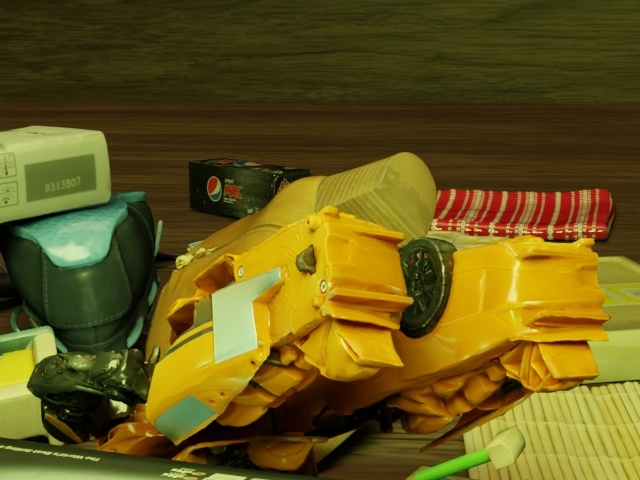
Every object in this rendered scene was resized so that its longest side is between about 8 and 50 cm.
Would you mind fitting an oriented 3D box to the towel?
[{"bbox_3d":[0.176,-0.031,1.757,0.275,0.031,0.199,2,11,13],"label":"towel"}]

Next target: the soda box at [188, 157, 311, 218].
[{"bbox_3d":[-0.081,-0.057,1.834,0.053,0.060,0.169,-8,12,-38],"label":"soda box"}]

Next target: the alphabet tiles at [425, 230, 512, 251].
[{"bbox_3d":[0.037,0.013,1.548,0.284,0.021,0.278,1,10,13],"label":"alphabet tiles"}]

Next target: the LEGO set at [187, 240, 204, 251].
[{"bbox_3d":[0.000,0.000,1.449,0.182,0.060,0.244,-13,20,-19],"label":"LEGO set"}]

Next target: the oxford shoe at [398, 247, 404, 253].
[{"bbox_3d":[0.066,0.048,1.207,0.096,0.083,0.227,1,22,-2],"label":"oxford shoe"}]

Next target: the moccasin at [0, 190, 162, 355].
[{"bbox_3d":[-0.186,0.030,1.216,0.137,0.117,0.342,-10,6,-1],"label":"moccasin"}]

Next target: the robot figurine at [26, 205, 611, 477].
[{"bbox_3d":[-0.012,0.069,0.771,0.211,0.085,0.291,6,-25,-30],"label":"robot figurine"}]

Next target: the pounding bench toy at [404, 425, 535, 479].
[{"bbox_3d":[0.062,0.124,0.754,0.065,0.083,0.052,5,12,24],"label":"pounding bench toy"}]

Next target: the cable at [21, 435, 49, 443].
[{"bbox_3d":[-0.214,0.102,1.035,0.150,0.047,0.184,1,11,-37],"label":"cable"}]

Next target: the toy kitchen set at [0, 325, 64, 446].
[{"bbox_3d":[-0.234,0.017,0.889,0.166,0.207,0.122,-12,38,-15],"label":"toy kitchen set"}]

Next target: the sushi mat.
[{"bbox_3d":[0.158,0.124,0.931,0.151,0.019,0.316,-1,10,3],"label":"sushi mat"}]

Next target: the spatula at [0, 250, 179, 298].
[{"bbox_3d":[-0.228,0.024,1.482,0.084,0.030,0.296,6,12,25],"label":"spatula"}]

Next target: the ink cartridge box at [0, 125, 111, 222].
[{"bbox_3d":[-0.286,-0.044,1.102,0.232,0.066,0.189,13,19,42],"label":"ink cartridge box"}]

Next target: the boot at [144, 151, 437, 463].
[{"bbox_3d":[-0.048,0.066,1.071,0.211,0.104,0.295,-26,23,40],"label":"boot"}]

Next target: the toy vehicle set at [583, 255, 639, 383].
[{"bbox_3d":[0.202,0.056,1.252,0.166,0.035,0.267,-3,10,-10],"label":"toy vehicle set"}]

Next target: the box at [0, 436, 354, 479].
[{"bbox_3d":[-0.137,0.152,0.638,0.307,0.076,0.242,4,12,24],"label":"box"}]
